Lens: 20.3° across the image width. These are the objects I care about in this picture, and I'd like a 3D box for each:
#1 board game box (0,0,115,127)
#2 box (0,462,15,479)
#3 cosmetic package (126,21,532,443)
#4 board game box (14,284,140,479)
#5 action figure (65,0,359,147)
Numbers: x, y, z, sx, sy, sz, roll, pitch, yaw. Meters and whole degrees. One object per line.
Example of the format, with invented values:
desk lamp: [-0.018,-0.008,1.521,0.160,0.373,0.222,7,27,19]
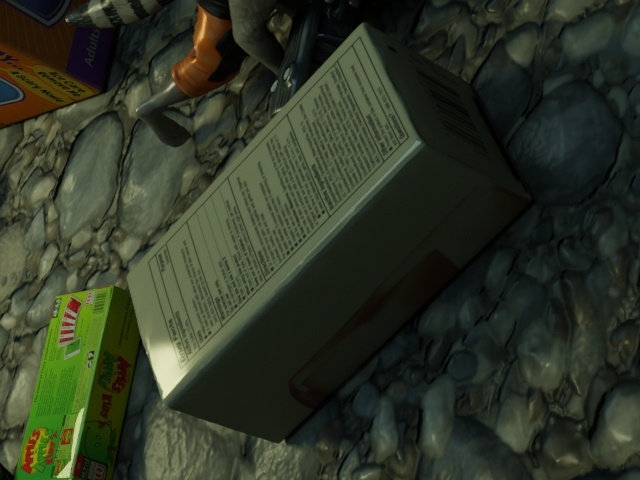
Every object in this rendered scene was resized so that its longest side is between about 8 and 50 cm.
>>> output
board game box: [-0.438,-0.345,1.881,0.356,0.356,0.356,-12,62,46]
box: [-0.366,0.378,1.549,0.295,0.073,0.293,-28,44,5]
cosmetic package: [0.000,0.000,1.368,0.296,0.129,0.153,-44,44,24]
board game box: [-0.216,0.137,1.613,0.092,0.043,0.181,-12,61,46]
action figure: [-0.072,-0.193,1.529,0.330,0.178,0.341,-28,48,50]
